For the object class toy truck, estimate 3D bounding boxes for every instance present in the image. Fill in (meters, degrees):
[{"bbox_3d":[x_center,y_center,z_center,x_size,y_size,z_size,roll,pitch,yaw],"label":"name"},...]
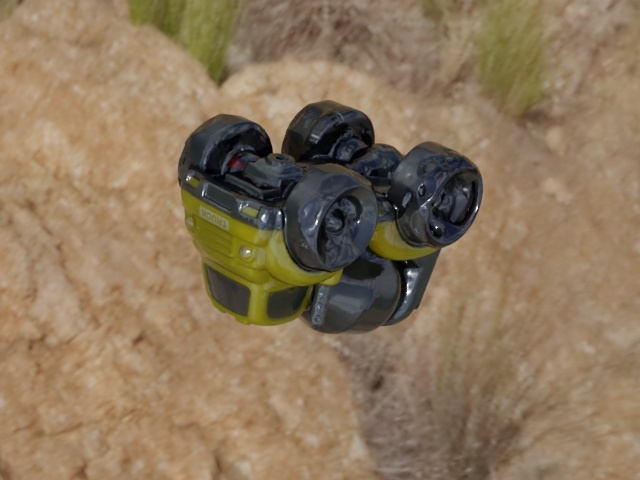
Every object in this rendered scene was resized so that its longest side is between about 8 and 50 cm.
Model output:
[{"bbox_3d":[0.000,0.000,1.033,0.224,0.147,0.165,-12,121,-47],"label":"toy truck"}]
